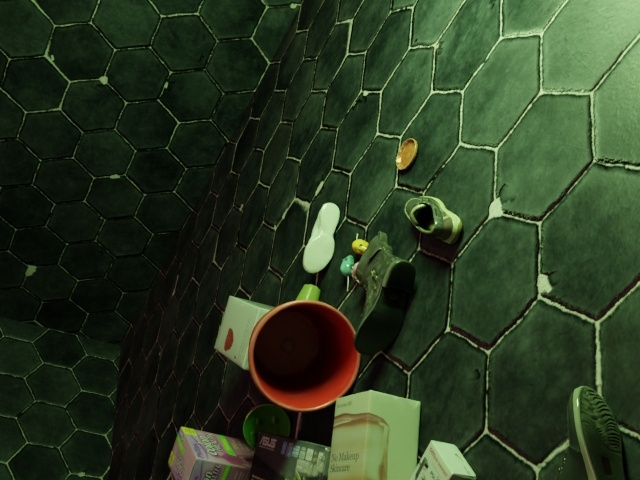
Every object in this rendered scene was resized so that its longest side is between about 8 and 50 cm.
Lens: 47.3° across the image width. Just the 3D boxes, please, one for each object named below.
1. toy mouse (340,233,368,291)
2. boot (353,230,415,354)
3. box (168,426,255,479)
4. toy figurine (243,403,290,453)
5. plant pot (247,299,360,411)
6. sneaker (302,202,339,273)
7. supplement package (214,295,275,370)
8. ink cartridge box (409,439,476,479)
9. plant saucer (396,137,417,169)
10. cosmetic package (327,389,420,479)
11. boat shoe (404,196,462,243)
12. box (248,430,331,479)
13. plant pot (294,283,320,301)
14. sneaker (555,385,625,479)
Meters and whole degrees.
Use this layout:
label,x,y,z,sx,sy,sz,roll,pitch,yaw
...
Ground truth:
label,x,y,z,sx,sy,sz,roll,pitch,yaw
toy mouse,0.085,0.067,1.915,0.143,0.031,0.161,-67,24,11
boot,0.130,0.122,1.738,0.263,0.091,0.229,-65,19,6
box,-0.274,0.632,2.023,0.213,0.242,0.117,24,95,67
toy figurine,-0.159,0.530,2.048,0.159,0.130,0.173,176,91,-78
plant pot,-0.063,0.274,1.835,0.243,0.274,0.275,178,109,-75
sneaker,0.000,0.000,2.116,0.094,0.080,0.212,147,144,-71
supplement package,-0.173,0.281,2.139,0.293,0.175,0.178,7,80,66
ink cartridge box,0.213,0.451,1.334,0.135,0.056,0.099,-65,24,15
plant saucer,0.221,-0.218,1.851,0.083,0.013,0.084,-45,36,46
cosmetic package,0.102,0.467,1.471,0.153,0.129,0.296,-35,42,55
boat shoe,0.236,-0.057,1.629,0.080,0.073,0.223,-66,25,12
box,-0.069,0.643,1.755,0.395,0.097,0.318,-14,59,61
plant pot,-0.035,0.168,2.059,0.083,0.083,0.079,-29,35,57
sneaker,0.369,0.329,1.055,0.118,0.083,0.222,-43,38,48
